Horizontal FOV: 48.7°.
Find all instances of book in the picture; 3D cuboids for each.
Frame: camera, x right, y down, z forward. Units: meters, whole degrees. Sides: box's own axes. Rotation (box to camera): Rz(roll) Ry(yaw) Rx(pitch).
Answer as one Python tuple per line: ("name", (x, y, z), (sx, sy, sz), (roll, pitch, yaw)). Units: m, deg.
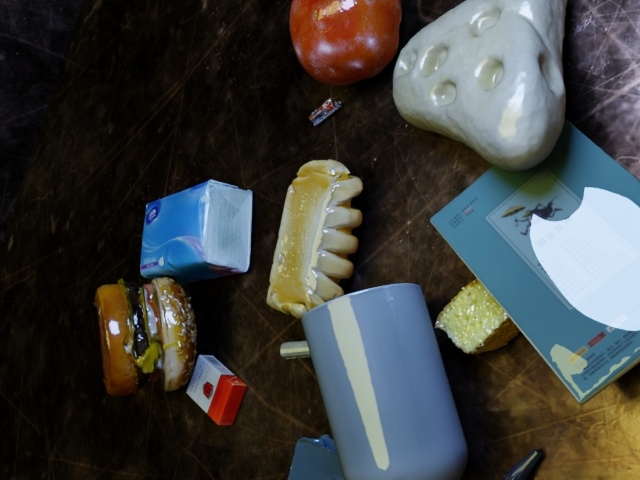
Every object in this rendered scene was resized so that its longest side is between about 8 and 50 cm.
("book", (0.351, 0.006, 1.001), (0.264, 0.031, 0.379), (-40, 50, 10))

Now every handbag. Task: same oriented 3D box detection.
("handbag", (0.007, 0.485, 1.275), (0.179, 0.062, 0.229), (17, 93, 48))

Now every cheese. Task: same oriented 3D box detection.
("cheese", (0.234, -0.234, 1.132), (0.328, 0.130, 0.350), (-20, 52, 46))

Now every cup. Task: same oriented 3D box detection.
("cup", (0.102, 0.242, 1.115), (0.206, 0.206, 0.312), (-29, 67, 39))

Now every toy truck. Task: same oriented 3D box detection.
("toy truck", (0.011, -0.274, 1.494), (0.083, 0.024, 0.032), (-34, 79, 39))

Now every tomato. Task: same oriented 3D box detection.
("tomato", (0.040, -0.412, 1.368), (0.232, 0.189, 0.231), (-7, 79, 36))

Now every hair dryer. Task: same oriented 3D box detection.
("hair dryer", (0.310, 0.354, 1.019), (0.083, 0.031, 0.079), (44, 104, 29))

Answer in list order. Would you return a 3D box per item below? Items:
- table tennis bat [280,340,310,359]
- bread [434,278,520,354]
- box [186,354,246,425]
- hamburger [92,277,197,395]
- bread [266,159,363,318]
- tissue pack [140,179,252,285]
("table tennis bat", (0.038, 0.193, 1.289), (0.247, 0.022, 0.138), (-10, 62, 25))
("bread", (0.267, 0.104, 1.095), (0.187, 0.065, 0.103), (-48, 49, 23))
("box", (-0.236, 0.334, 1.589), (0.152, 0.048, 0.100), (27, 102, 45))
("hamburger", (-0.399, 0.215, 1.627), (0.291, 0.225, 0.290), (173, 90, -70))
("bread", (0.000, 0.000, 1.362), (0.173, 0.121, 0.311), (13, 90, 50))
("tissue pack", (-0.295, -0.012, 1.664), (0.264, 0.146, 0.198), (-13, 70, 45))
